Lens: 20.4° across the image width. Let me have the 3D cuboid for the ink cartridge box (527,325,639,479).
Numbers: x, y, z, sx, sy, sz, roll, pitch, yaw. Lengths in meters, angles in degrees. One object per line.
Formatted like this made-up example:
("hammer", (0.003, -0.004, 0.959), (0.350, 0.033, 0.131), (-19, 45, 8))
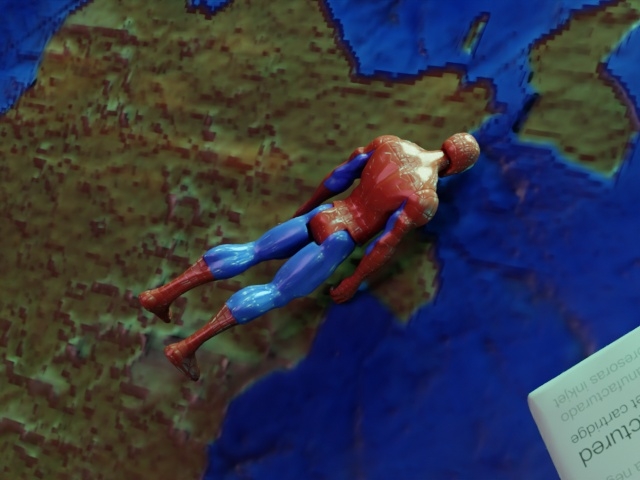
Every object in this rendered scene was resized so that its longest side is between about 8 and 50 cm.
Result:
("ink cartridge box", (0.129, 0.077, 0.400), (0.109, 0.063, 0.150), (-33, 51, 15))

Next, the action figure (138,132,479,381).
("action figure", (0.000, 0.000, 0.556), (0.115, 0.030, 0.038), (-33, 56, 9))
